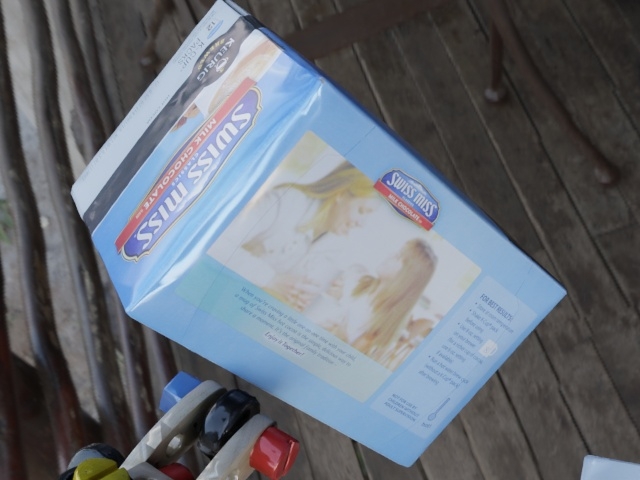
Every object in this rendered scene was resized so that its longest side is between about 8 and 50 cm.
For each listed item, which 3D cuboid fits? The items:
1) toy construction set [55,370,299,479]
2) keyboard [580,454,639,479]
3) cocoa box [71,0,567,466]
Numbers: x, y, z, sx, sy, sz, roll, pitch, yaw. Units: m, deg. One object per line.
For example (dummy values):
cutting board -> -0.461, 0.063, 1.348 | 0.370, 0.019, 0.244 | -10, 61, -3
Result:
toy construction set -> -0.118, 0.267, 0.658 | 0.309, 0.237, 0.257 | 48, 112, 13
keyboard -> 0.327, 0.229, 0.755 | 0.256, 0.014, 0.072 | 2, 66, 39
cocoa box -> 0.000, 0.000, 0.841 | 0.231, 0.347, 0.228 | -49, 36, 7
